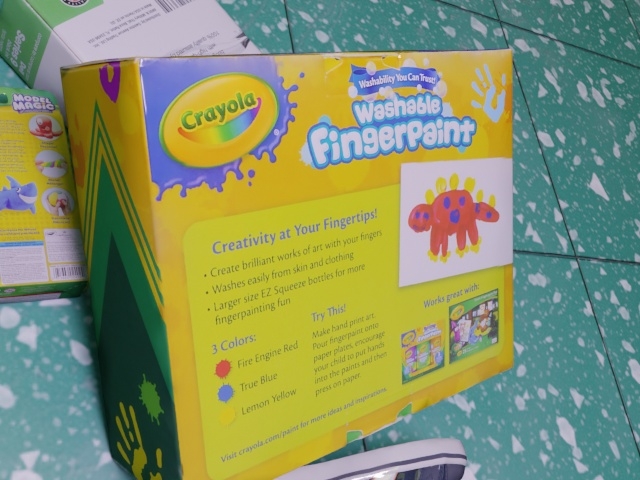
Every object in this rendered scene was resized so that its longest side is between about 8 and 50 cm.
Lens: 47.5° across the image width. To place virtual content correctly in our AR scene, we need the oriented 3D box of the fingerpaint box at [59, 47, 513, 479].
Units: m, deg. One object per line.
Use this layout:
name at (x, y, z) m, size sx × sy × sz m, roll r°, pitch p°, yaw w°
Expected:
fingerpaint box at (0.000, 0.000, 0.736) m, size 0.444 × 0.163 × 0.371 m, roll -14°, pitch 106°, yaw -38°

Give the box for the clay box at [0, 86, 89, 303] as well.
clay box at (-0.313, -0.049, 0.722) m, size 0.127 × 0.053 × 0.222 m, roll -2°, pitch 66°, yaw -35°

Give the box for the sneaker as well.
sneaker at (0.015, 0.282, 0.720) m, size 0.321 × 0.126 × 0.128 m, roll -4°, pitch 63°, yaw -24°

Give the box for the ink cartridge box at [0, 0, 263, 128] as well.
ink cartridge box at (-0.187, -0.184, 0.835) m, size 0.289 × 0.121 × 0.211 m, roll 49°, pitch 50°, yaw -3°
